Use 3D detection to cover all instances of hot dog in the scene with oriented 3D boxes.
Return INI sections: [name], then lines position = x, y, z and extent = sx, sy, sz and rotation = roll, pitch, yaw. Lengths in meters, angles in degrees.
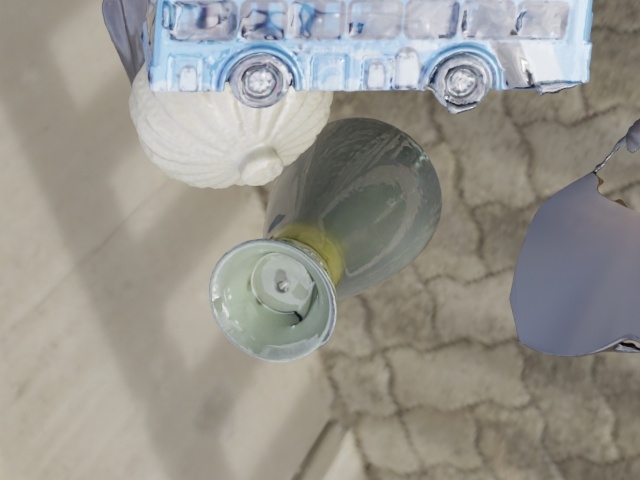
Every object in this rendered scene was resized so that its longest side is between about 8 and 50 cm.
[hot dog]
position = 0.310, -0.004, 1.089
extent = 0.326, 0.107, 0.194
rotation = 1, 84, 29

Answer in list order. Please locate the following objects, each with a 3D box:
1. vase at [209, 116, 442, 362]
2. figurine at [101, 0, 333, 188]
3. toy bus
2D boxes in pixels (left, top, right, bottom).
[vase]
position = 0.000, 0.000, 1.484
extent = 0.173, 0.321, 0.173
rotation = 6, 111, 17
[figurine]
position = -0.122, -0.198, 1.328
extent = 0.185, 0.204, 0.332
rotation = -33, 93, 27
[toy bus]
position = 0.032, -0.163, 1.015
extent = 0.297, 0.106, 0.131
rotation = -1, 118, -10
